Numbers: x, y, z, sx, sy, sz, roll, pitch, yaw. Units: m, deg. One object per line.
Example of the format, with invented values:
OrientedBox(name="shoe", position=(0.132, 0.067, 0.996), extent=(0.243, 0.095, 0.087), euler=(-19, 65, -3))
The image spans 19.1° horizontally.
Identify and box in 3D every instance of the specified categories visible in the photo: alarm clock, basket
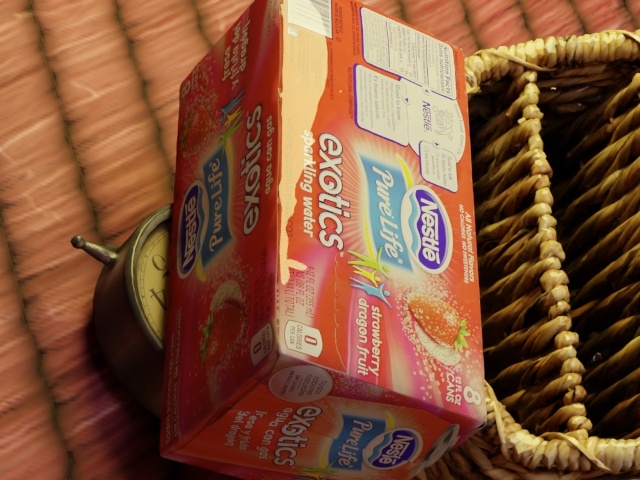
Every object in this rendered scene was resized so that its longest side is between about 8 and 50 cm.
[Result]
OrientedBox(name="alarm clock", position=(-0.053, 0.061, 1.077), extent=(0.192, 0.064, 0.129), euler=(52, 43, 10))
OrientedBox(name="basket", position=(0.156, 0.017, 1.147), extent=(0.213, 0.223, 0.299), euler=(15, 55, -26))

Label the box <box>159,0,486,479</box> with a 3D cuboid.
OrientedBox(name="box", position=(0.000, 0.000, 1.030), extent=(0.128, 0.122, 0.257), euler=(20, 49, -26))
